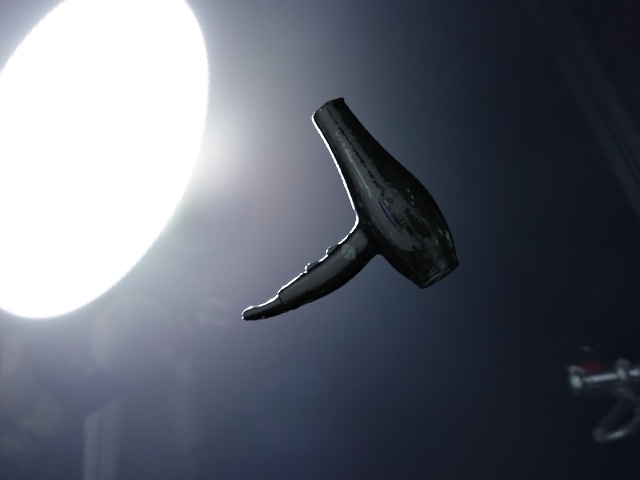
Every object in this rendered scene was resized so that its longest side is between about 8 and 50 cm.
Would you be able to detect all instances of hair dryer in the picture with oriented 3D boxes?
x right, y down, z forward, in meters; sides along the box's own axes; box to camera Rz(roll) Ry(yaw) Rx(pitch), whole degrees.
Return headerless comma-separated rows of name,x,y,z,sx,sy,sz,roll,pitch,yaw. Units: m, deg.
hair dryer,0.000,0.000,1.022,0.219,0.075,0.195,-38,-103,14
